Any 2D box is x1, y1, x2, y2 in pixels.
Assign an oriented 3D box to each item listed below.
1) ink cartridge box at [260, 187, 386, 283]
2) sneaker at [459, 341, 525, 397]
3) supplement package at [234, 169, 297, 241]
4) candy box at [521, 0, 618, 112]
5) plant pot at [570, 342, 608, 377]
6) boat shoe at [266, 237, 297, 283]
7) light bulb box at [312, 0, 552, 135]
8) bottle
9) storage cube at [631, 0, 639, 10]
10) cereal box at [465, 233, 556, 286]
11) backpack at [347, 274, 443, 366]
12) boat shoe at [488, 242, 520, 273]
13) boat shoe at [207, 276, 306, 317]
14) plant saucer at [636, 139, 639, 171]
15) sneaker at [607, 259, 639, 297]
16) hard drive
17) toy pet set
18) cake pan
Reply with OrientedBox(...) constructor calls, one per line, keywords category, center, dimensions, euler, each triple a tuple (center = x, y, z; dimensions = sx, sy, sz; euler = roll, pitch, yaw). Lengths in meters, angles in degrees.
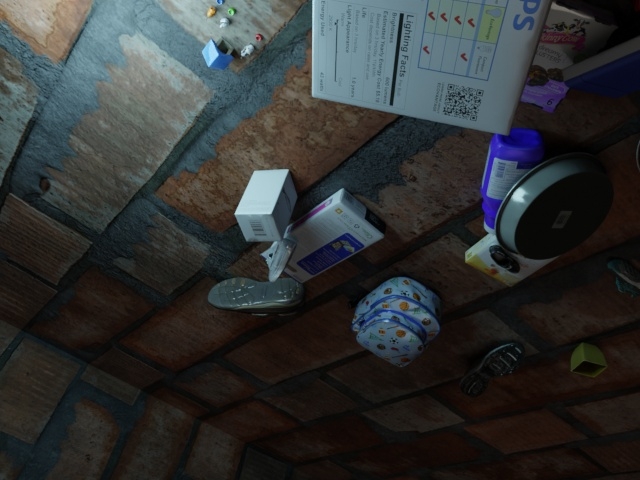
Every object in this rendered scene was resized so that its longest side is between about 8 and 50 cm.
OrientedBox(category="ink cartridge box", center=(0.000, 0.000, 1.526), dimensions=(0.176, 0.069, 0.371), euler=(38, 131, -23))
OrientedBox(category="sneaker", center=(0.597, 0.435, 1.811), dimensions=(0.100, 0.108, 0.271), euler=(41, 118, -2))
OrientedBox(category="supplement package", center=(-0.141, -0.095, 1.378), dimensions=(0.105, 0.179, 0.105), euler=(-1, 136, 17))
OrientedBox(category="candy box", center=(0.433, -0.369, 0.997), dimensions=(0.165, 0.070, 0.196), euler=(20, 138, -4))
OrientedBox(category="plant pot", center=(0.867, 0.382, 1.673), dimensions=(0.081, 0.083, 0.081), euler=(15, 137, 0))
OrientedBox(category="boat shoe", center=(-0.129, 0.058, 1.542), dimensions=(0.063, 0.066, 0.184), euler=(32, 140, 3))
OrientedBox(category="light bulb box", center=(0.189, -0.409, 0.856), dimensions=(0.361, 0.225, 0.357), euler=(16, 136, 14))
OrientedBox(category="bottle", center=(0.448, -0.132, 1.233), dimensions=(0.118, 0.092, 0.282), euler=(5, 137, 11))
OrientedBox(category="storage cube", center=(0.547, -0.485, 0.741), dimensions=(0.184, 0.214, 0.193), euler=(-5, 141, 20))
OrientedBox(category="cereal box", center=(0.540, 0.022, 1.405), dimensions=(0.173, 0.047, 0.240), euler=(27, 137, -13))
OrientedBox(category="backpack", center=(0.249, 0.248, 1.630), dimensions=(0.277, 0.213, 0.263), euler=(28, 126, -10))
OrientedBox(category="boat shoe", center=(0.497, 0.056, 1.388), dimensions=(0.046, 0.038, 0.125), euler=(-26, 123, 36))
OrientedBox(category="boat shoe", center=(-0.217, 0.214, 1.772), dimensions=(0.356, 0.132, 0.130), euler=(-1, 136, 18))
OrientedBox(category="plant saucer", center=(0.828, -0.217, 1.065), dimensions=(0.311, 0.050, 0.310), euler=(9, 138, 8))
OrientedBox(category="sneaker", center=(0.837, 0.112, 1.410), dimensions=(0.167, 0.065, 0.076), euler=(30, 140, -14))
OrientedBox(category="hard drive", center=(0.614, -0.325, 0.863), dimensions=(0.210, 0.040, 0.319), euler=(-4, 174, -36))
OrientedBox(category="toy pet set", center=(-0.210, -0.434, 1.117), dimensions=(0.122, 0.065, 0.114), euler=(37, 133, -22))
OrientedBox(category="cake pan", center=(0.554, -0.066, 1.207), dimensions=(0.294, 0.054, 0.293), euler=(-10, 131, -12))
